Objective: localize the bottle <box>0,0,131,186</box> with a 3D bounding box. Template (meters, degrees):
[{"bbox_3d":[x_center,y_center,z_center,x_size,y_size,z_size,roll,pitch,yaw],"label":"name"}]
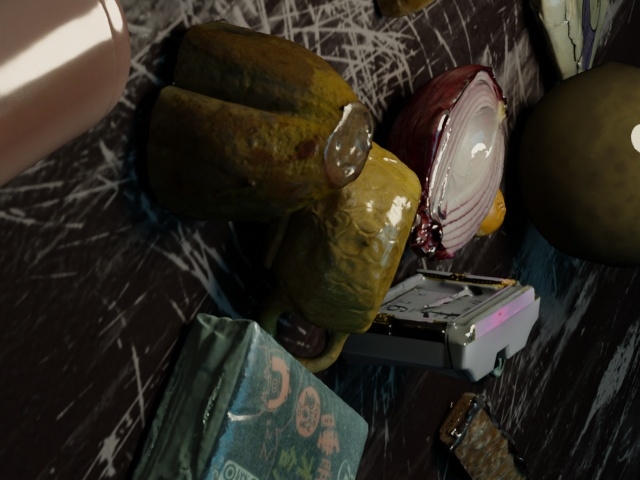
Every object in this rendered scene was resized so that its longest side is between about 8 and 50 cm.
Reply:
[{"bbox_3d":[-0.289,-0.111,0.982,0.206,0.173,0.297,56,44,-9],"label":"bottle"}]

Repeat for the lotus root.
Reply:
[{"bbox_3d":[-0.051,-0.106,1.394,0.199,0.180,0.188,-24,122,-58],"label":"lotus root"}]

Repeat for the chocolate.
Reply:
[{"bbox_3d":[0.248,0.331,2.186,0.102,0.065,0.329,-55,143,-16],"label":"chocolate"}]

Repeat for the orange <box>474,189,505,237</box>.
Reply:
[{"bbox_3d":[0.220,-0.044,2.014,0.083,0.070,0.083,-13,105,-62],"label":"orange"}]

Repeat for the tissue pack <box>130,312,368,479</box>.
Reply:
[{"bbox_3d":[-0.067,0.241,1.536,0.316,0.103,0.228,47,58,-54],"label":"tissue pack"}]

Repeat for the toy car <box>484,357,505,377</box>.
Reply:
[{"bbox_3d":[0.243,0.142,2.125,0.205,0.056,0.095,40,62,-57],"label":"toy car"}]

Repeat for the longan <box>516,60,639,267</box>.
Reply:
[{"bbox_3d":[0.442,-0.110,2.168,0.319,0.318,0.319,-26,120,-57],"label":"longan"}]

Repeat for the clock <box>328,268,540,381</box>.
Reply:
[{"bbox_3d":[0.146,0.105,1.800,0.253,0.186,0.083,-23,115,-57],"label":"clock"}]

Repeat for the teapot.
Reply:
[{"bbox_3d":[0.000,0.000,1.552,0.203,0.167,0.311,-74,-176,-68],"label":"teapot"}]

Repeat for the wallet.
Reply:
[{"bbox_3d":[0.395,-0.390,2.238,0.275,0.068,0.335,-68,151,-27],"label":"wallet"}]

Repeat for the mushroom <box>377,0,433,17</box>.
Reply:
[{"bbox_3d":[0.136,-0.361,1.755,0.210,0.094,0.072,-60,149,-26],"label":"mushroom"}]

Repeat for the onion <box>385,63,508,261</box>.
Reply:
[{"bbox_3d":[0.136,-0.086,1.793,0.283,0.120,0.227,-57,146,-42],"label":"onion"}]
